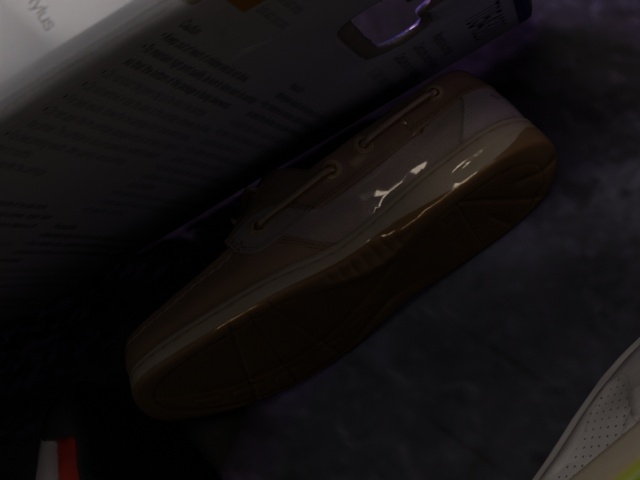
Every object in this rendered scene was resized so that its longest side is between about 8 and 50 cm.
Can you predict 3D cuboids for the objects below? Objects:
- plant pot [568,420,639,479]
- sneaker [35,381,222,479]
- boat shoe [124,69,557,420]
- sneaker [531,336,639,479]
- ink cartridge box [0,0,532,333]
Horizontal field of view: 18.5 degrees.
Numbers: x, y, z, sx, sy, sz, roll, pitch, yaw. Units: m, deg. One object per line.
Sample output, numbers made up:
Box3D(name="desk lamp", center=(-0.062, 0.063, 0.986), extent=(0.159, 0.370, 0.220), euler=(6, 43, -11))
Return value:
Box3D(name="plant pot", center=(0.124, 0.161, 0.435), extent=(0.227, 0.207, 0.228), euler=(-40, 20, 1))
Box3D(name="sneaker", center=(-0.070, 0.178, 0.623), extent=(0.145, 0.090, 0.270), euler=(-46, 46, 18))
Box3D(name="boat shoe", center=(0.000, 0.000, 0.692), extent=(0.170, 0.063, 0.059), euler=(-32, 58, -5))
Box3D(name="sneaker", center=(0.147, 0.016, 0.565), extent=(0.292, 0.169, 0.108), euler=(-44, 62, 1))
Box3D(name="ink cartridge box", center=(-0.098, -0.027, 0.591), extent=(0.330, 0.324, 0.071), euler=(-32, 85, 6))
